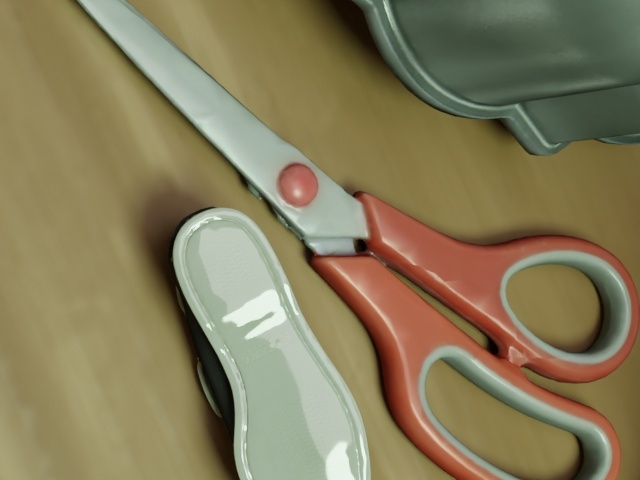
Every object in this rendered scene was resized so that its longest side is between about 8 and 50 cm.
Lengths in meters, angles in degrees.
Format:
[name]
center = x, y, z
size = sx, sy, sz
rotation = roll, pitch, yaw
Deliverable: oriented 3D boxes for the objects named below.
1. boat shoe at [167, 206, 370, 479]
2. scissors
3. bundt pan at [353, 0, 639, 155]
[boat shoe]
center = -0.019, 0.048, 0.596
size = 0.046, 0.038, 0.125
rotation = -26, 93, -7
[scissors]
center = 0.000, 0.000, 0.621
size = 0.297, 0.021, 0.109
rotation = 30, 73, -21
[bundt pan]
center = 0.137, -0.190, 0.604
size = 0.330, 0.124, 0.331
rotation = -6, 99, -37
